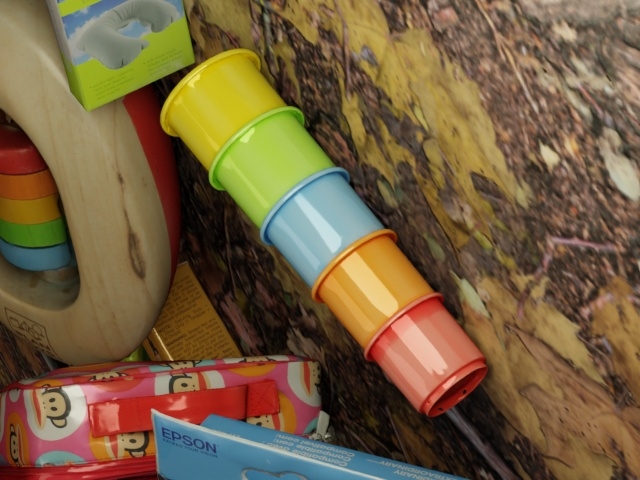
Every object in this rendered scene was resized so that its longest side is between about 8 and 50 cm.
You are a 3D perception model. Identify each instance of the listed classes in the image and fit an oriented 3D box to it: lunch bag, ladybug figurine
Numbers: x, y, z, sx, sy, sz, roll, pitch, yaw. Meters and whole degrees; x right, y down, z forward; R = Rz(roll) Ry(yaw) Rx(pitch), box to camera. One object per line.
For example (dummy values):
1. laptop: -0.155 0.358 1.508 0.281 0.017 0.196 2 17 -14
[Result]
1. lunch bag: -0.143 0.162 1.703 0.258 0.293 0.120 161 104 -68
2. ladybug figurine: -0.253 -0.070 1.772 0.305 0.162 0.449 23 138 28

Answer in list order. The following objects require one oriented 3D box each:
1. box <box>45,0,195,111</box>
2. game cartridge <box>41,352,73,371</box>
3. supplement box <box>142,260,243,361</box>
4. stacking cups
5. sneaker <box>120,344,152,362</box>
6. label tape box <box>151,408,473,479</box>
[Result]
1. box: -0.170 -0.202 1.517 0.042 0.109 0.178 48 158 41
2. game cartridge: -0.261 0.178 2.270 0.297 0.062 0.198 57 -177 20
3. supplement box: -0.118 0.141 1.937 0.233 0.080 0.078 58 160 1
4. stacking cups: 0.000 0.000 1.398 0.316 0.096 0.096 53 160 20
5. sneaker: -0.179 0.210 2.116 0.109 0.123 0.295 -34 64 45
6. label tape box: 0.010 0.245 1.544 0.249 0.115 0.348 13 138 18
